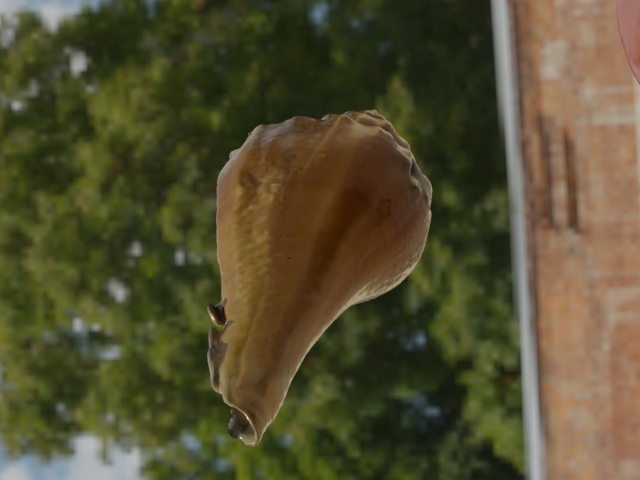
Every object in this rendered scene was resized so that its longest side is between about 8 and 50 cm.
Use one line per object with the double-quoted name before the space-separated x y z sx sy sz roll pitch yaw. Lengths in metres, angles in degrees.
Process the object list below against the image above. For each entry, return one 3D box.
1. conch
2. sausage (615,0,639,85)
"conch" 0.005 -0.002 0.997 0.330 0.093 0.109 -75 -36 -65
"sausage" 0.213 -0.137 0.899 0.148 0.148 0.254 -74 -10 -48
